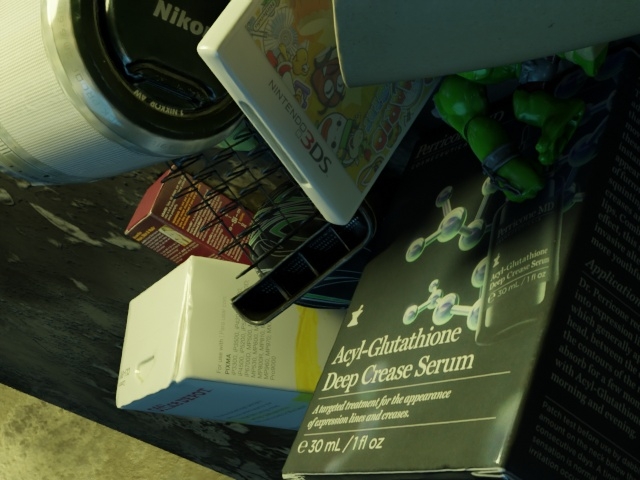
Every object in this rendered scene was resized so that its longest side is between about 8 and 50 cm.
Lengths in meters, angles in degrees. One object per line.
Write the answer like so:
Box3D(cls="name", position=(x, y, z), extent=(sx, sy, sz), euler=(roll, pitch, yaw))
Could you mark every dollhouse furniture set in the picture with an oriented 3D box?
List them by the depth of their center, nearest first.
Box3D(cls="dollhouse furniture set", position=(-0.157, -0.122, 1.210), extent=(0.152, 0.058, 0.076), euler=(11, 151, 24))

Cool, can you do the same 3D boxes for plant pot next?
Box3D(cls="plant pot", position=(0.152, -0.221, 0.618), extent=(0.274, 0.256, 0.256), euler=(1, 150, 7))

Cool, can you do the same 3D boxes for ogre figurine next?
Box3D(cls="ogre figurine", position=(0.160, -0.141, 0.829), extent=(0.118, 0.097, 0.197), euler=(29, 126, 28))

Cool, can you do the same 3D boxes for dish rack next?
Box3D(cls="dish rack", position=(-0.073, -0.071, 1.072), extent=(0.208, 0.074, 0.271), euler=(-40, 87, 35))

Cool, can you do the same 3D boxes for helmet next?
Box3D(cls="helmet", position=(0.000, 0.000, 1.198), extent=(0.162, 0.169, 0.169), euler=(11, 155, -10))

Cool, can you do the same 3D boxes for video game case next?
Box3D(cls="video game case", position=(0.026, -0.160, 0.809), extent=(0.026, 0.227, 0.206), euler=(16, 155, 40))

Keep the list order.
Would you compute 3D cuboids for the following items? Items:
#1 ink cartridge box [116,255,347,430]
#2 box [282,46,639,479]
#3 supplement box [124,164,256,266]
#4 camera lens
Box3D(cls="ink cartridge box", position=(-0.046, 0.154, 1.386), extent=(0.385, 0.160, 0.279), euler=(11, 160, -23))
Box3D(cls="box", position=(0.187, 0.077, 0.927), extent=(0.212, 0.395, 0.293), euler=(36, 151, -22))
Box3D(cls="supplement box", position=(-0.150, -0.007, 1.390), extent=(0.188, 0.080, 0.104), euler=(32, 152, -17))
Box3D(cls="camera lens", position=(-0.206, -0.171, 0.978), extent=(0.274, 0.219, 0.219), euler=(-9, 139, 47))
